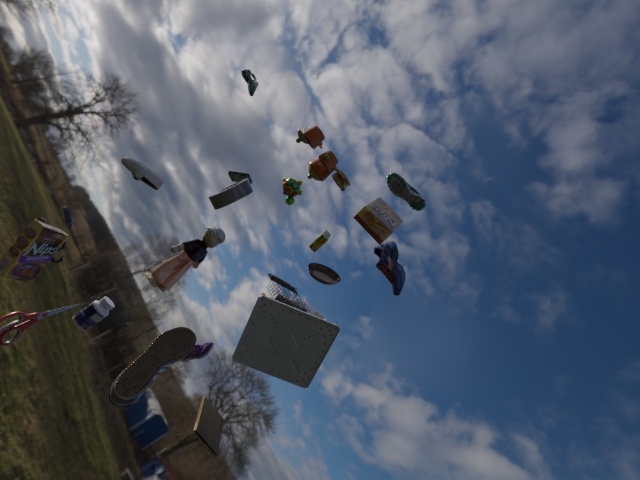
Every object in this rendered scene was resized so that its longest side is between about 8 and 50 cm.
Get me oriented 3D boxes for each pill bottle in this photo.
[{"bbox_3d":[-1.076,0.345,1.940,0.094,0.169,0.094,48,-12,14],"label":"pill bottle"}]

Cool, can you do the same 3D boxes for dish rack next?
[{"bbox_3d":[-0.182,0.283,2.074,0.208,0.074,0.272,23,-30,30],"label":"dish rack"}]

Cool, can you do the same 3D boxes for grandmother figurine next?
[{"bbox_3d":[-0.533,0.066,1.666,0.104,0.342,0.208,47,-10,12],"label":"grandmother figurine"}]

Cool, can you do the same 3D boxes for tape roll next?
[{"bbox_3d":[-0.451,-0.236,2.060,0.219,0.219,0.072,4,-57,59],"label":"tape roll"}]

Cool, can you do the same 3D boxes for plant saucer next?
[{"bbox_3d":[0.013,0.161,1.904,0.168,0.168,0.029,39,-66,38],"label":"plant saucer"}]

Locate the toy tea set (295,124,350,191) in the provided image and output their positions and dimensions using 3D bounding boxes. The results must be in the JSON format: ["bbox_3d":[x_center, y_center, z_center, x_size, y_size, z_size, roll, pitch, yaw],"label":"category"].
[{"bbox_3d":[-0.019,-0.316,1.587,0.200,0.124,0.336,54,1,44],"label":"toy tea set"}]

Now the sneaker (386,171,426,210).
[{"bbox_3d":[0.295,-0.170,1.412,0.166,0.076,0.065,46,-69,0],"label":"sneaker"}]

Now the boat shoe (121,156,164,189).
[{"bbox_3d":[-0.752,-0.276,1.708,0.066,0.063,0.184,-14,-42,44],"label":"boat shoe"}]

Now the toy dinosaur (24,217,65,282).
[{"bbox_3d":[-1.089,0.044,1.623,0.064,0.118,0.269,-37,-126,50],"label":"toy dinosaur"}]

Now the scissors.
[{"bbox_3d":[-0.987,0.259,1.430,0.021,0.297,0.109,15,-63,22],"label":"scissors"}]

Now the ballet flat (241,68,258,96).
[{"bbox_3d":[-0.222,-0.510,1.310,0.041,0.041,0.115,112,-40,-57],"label":"ballet flat"}]

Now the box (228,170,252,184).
[{"bbox_3d":[-0.510,-0.400,2.593,0.136,0.027,0.094,10,-21,9],"label":"box"}]

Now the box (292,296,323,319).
[{"bbox_3d":[-0.098,0.454,2.437,0.203,0.103,0.114,35,-50,21],"label":"box"}]

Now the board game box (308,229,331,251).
[{"bbox_3d":[0.000,0.000,2.047,0.043,0.092,0.181,47,11,-2],"label":"board game box"}]

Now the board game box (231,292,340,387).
[{"bbox_3d":[-0.162,0.462,1.864,0.389,0.050,0.390,23,-67,-7],"label":"board game box"}]

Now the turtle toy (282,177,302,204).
[{"bbox_3d":[-0.136,-0.227,1.875,0.095,0.066,0.130,11,-58,15],"label":"turtle toy"}]

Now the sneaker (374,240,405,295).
[{"bbox_3d":[0.245,0.103,1.470,0.083,0.086,0.221,92,-9,-51],"label":"sneaker"}]

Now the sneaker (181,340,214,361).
[{"bbox_3d":[-0.526,0.455,1.699,0.068,0.169,0.071,-90,158,-66],"label":"sneaker"}]

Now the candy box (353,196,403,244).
[{"bbox_3d":[0.293,-0.104,2.016,0.183,0.316,0.087,47,-66,5],"label":"candy box"}]

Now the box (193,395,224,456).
[{"bbox_3d":[-0.483,0.805,1.774,0.165,0.021,0.201,61,6,-20],"label":"box"}]

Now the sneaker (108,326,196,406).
[{"bbox_3d":[-0.504,0.375,1.217,0.099,0.282,0.153,46,-52,2],"label":"sneaker"}]

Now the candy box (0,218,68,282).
[{"bbox_3d":[-0.893,0.034,1.263,0.053,0.187,0.109,31,-9,14],"label":"candy box"}]
